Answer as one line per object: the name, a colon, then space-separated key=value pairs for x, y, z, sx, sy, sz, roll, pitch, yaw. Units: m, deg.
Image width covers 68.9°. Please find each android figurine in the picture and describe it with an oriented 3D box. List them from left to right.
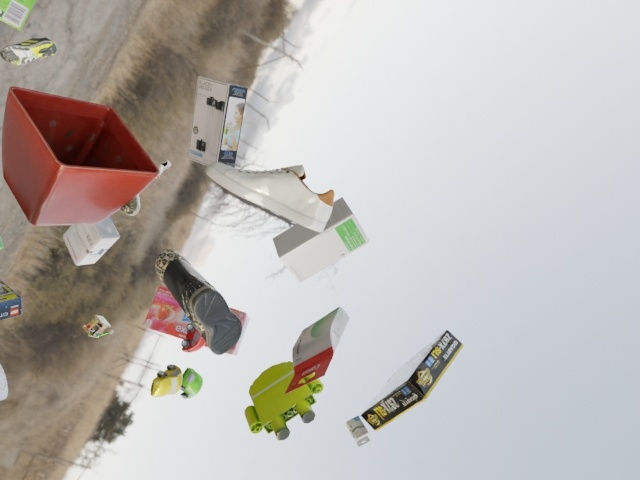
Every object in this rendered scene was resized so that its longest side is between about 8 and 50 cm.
android figurine: x=-0.117 y=0.467 z=1.400 sx=0.248 sy=0.056 sz=0.273 roll=-32 pitch=-152 yaw=-11

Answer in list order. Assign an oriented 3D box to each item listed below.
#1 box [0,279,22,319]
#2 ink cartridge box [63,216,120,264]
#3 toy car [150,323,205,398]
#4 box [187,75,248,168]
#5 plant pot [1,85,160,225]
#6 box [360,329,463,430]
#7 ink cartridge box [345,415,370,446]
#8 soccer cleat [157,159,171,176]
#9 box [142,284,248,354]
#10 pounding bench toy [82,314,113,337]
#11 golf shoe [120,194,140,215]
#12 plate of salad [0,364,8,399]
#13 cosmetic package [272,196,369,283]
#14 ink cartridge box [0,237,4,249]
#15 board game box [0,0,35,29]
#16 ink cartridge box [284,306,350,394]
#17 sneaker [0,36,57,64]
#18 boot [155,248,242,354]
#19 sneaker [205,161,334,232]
box: x=-0.732 y=0.125 z=0.890 sx=0.159 sy=0.233 sz=0.044 roll=22 pitch=-68 yaw=31
ink cartridge box: x=-0.852 y=-0.016 z=1.730 sx=0.191 sy=0.139 sz=0.082 roll=-37 pitch=166 yaw=28
toy car: x=-0.350 y=0.352 z=1.243 sx=0.239 sy=0.053 sz=0.224 roll=-65 pitch=163 yaw=-44
box: x=-0.361 y=-0.405 z=1.616 sx=0.169 sy=0.087 sz=0.289 roll=26 pitch=-69 yaw=32
plant pot: x=-0.622 y=-0.181 z=1.162 sx=0.235 sy=0.267 sz=0.267 roll=-48 pitch=161 yaw=24
box: x=0.285 y=0.448 z=1.480 sx=0.257 sy=0.079 sz=0.322 roll=-34 pitch=163 yaw=-41
ink cartridge box: x=0.124 y=0.620 z=1.516 sx=0.083 sy=0.048 sz=0.028 roll=52 pitch=-30 yaw=36
soccer cleat: x=-0.552 y=-0.247 z=1.606 sx=0.083 sy=0.029 sz=0.035 roll=-43 pitch=162 yaw=-21
box: x=-0.399 y=0.268 z=1.538 sx=0.154 sy=0.300 sz=0.142 roll=103 pitch=5 yaw=-74
pounding bench toy: x=-0.769 y=0.311 z=1.618 sx=0.065 sy=0.083 sz=0.052 roll=-44 pitch=167 yaw=-9
golf shoe: x=-0.531 y=-0.126 z=1.307 sx=0.069 sy=0.086 sz=0.176 roll=-43 pitch=-122 yaw=7
plate of salad: x=-1.105 y=0.444 z=1.546 sx=0.048 sy=0.199 sz=0.200 roll=-26 pitch=-168 yaw=-17
cosmetic package: x=0.000 y=0.000 z=2.039 sx=0.366 sy=0.197 sz=0.155 roll=-33 pitch=-141 yaw=4
ink cartridge box: x=-1.190 y=-0.057 z=1.469 sx=0.122 sy=0.211 sz=0.289 roll=-27 pitch=170 yaw=3
board game box: x=-0.662 y=-0.609 z=1.015 sx=0.259 sy=0.124 sz=0.039 roll=-52 pitch=-125 yaw=12
ink cartridge box: x=-0.022 y=0.304 z=1.297 sx=0.181 sy=0.056 sz=0.224 roll=-38 pitch=-170 yaw=38
sneaker: x=-0.479 y=-0.312 z=0.767 sx=0.035 sy=0.083 sz=0.031 roll=51 pitch=-29 yaw=39
boot: x=-0.264 y=0.135 z=1.020 sx=0.085 sy=0.236 sz=0.179 roll=-37 pitch=-124 yaw=-22
sneaker: x=-0.104 y=-0.130 z=1.036 sx=0.106 sy=0.290 sz=0.123 roll=-85 pitch=-161 yaw=-83
